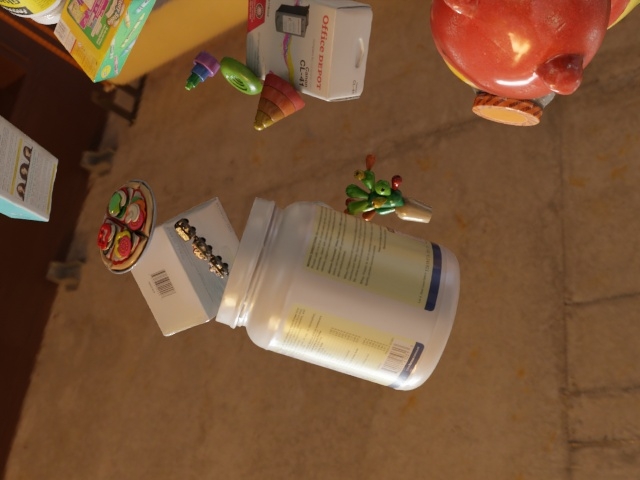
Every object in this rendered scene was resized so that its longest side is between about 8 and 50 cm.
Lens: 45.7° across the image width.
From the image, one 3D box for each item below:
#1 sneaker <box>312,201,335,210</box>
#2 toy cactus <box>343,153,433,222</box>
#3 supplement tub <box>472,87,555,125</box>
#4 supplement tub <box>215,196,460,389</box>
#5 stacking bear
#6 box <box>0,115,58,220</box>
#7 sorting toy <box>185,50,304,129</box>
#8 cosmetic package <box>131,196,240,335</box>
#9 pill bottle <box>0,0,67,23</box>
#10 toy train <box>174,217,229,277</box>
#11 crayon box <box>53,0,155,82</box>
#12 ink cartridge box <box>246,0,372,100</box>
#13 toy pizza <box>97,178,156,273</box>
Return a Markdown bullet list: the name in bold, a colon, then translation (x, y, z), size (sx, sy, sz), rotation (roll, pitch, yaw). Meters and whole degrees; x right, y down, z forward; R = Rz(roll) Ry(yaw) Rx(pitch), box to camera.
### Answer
- **sneaker**: translation (0.000, 0.000, 1.571), size (0.127, 0.319, 0.208), rotation (-20, -135, -2)
- **toy cactus**: translation (0.139, -0.086, 1.541), size (0.219, 0.181, 0.112), rotation (120, -13, -69)
- **supplement tub**: translation (0.449, -0.429, 1.697), size (0.194, 0.194, 0.315), rotation (12, -91, 47)
- **supplement tub**: translation (0.024, 0.076, 1.164), size (0.235, 0.325, 0.235), rotation (-162, -90, -85)
- **stacking bear**: translation (0.164, -0.205, 0.539), size (0.164, 0.175, 0.289), rotation (-36, -163, 50)
- **box**: translation (-0.432, -0.098, 1.026), size (0.060, 0.244, 0.100), rotation (5, -100, 2)
- **sorting toy**: translation (-0.213, -0.370, 1.913), size (0.366, 0.127, 0.126), rotation (28, -104, 32)
- **cosmetic package**: translation (-0.282, 0.052, 1.672), size (0.138, 0.224, 0.225), rotation (-21, -171, 28)
- **pill bottle**: translation (-0.689, -0.624, 1.714), size (0.188, 0.334, 0.187), rotation (-1, -99, 9)
- **toy train**: translation (-0.239, 0.019, 1.528), size (0.036, 0.158, 0.027), rotation (-27, -151, 22)
- **crayon box**: translation (-0.502, -0.525, 1.762), size (0.165, 0.081, 0.278), rotation (51, -48, 6)
- **ink cartridge box**: translation (-0.038, -0.488, 1.859), size (0.306, 0.131, 0.226), rotation (27, -58, 39)
- **toy pizza**: translation (-0.407, -0.032, 1.568), size (0.201, 0.032, 0.201), rotation (-16, -113, 41)
